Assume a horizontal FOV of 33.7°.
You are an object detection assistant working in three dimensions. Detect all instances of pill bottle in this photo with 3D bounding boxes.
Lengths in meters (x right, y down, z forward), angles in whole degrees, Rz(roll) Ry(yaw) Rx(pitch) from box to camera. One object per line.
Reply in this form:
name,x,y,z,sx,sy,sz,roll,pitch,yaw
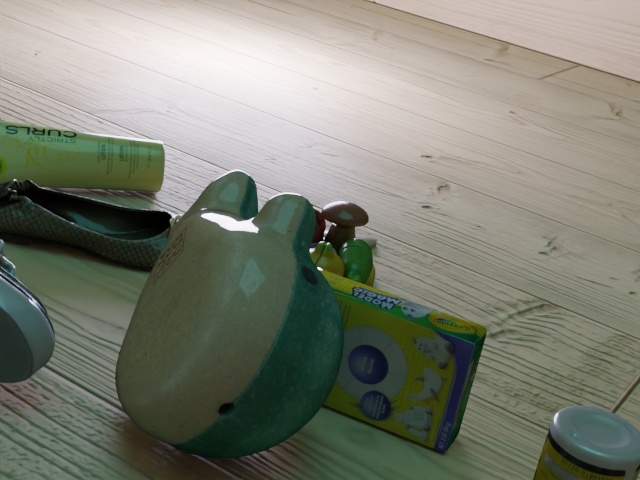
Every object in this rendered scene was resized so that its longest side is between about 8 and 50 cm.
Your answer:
pill bottle,0.176,0.178,0.727,0.065,0.116,0.065,9,23,-4

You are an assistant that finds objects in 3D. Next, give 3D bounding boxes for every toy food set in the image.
toy food set,0.000,0.000,1.112,0.128,0.071,0.218,12,23,3

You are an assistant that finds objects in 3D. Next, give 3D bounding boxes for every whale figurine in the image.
whale figurine,-0.064,0.054,0.833,0.141,0.216,0.272,34,20,-23

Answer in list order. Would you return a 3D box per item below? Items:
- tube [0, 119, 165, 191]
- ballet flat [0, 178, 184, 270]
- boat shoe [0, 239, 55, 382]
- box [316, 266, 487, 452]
tube,-0.299,-0.093,1.200,0.240,0.062,0.070,4,27,-17
ballet flat,-0.223,-0.020,1.075,0.249,0.058,0.084,10,24,-1
boat shoe,-0.313,0.021,0.876,0.306,0.113,0.105,16,36,33
box,0.038,0.093,0.875,0.179,0.105,0.043,19,23,20
